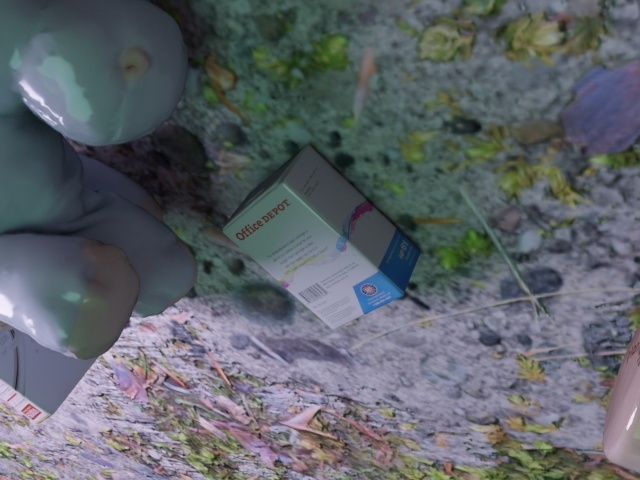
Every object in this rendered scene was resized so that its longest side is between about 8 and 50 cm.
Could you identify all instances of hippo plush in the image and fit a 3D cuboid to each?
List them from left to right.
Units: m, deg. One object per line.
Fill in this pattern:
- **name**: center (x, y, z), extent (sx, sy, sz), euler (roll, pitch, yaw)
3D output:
- **hippo plush**: center (-0.210, -0.086, 0.494), extent (0.294, 0.234, 0.237), euler (17, 108, -6)

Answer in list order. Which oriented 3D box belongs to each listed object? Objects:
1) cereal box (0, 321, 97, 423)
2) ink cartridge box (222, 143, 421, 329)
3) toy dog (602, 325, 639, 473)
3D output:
- **cereal box**: center (-0.291, 0.025, 0.632), extent (0.240, 0.173, 0.047), euler (41, 137, -13)
- **ink cartridge box**: center (0.000, 0.000, 0.527), extent (0.122, 0.052, 0.088), euler (42, 137, -15)
- **toy dog**: center (0.260, -0.013, 0.323), extent (0.220, 0.161, 0.334), euler (32, 124, 2)
